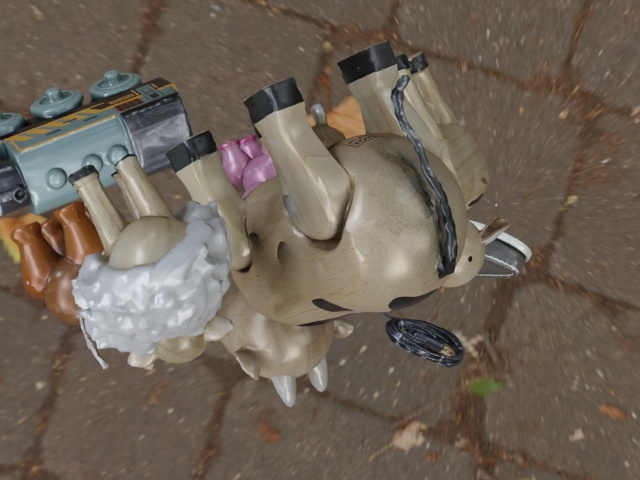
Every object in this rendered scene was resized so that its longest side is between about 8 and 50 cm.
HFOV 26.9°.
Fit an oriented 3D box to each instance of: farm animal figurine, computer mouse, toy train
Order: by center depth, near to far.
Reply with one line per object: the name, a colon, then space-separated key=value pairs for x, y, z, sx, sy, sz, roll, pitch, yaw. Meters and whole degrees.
farm animal figurine: x=0.000 y=0.000 z=0.807 sx=0.330 sy=0.327 sz=0.172 roll=-26 pitch=91 yaw=-18
computer mouse: x=0.032 y=0.062 z=1.314 sx=0.242 sy=0.071 sz=0.041 roll=32 pitch=122 yaw=2
toy train: x=-0.328 y=-0.130 z=1.822 sx=0.334 sy=0.190 sz=0.142 roll=-22 pitch=116 yaw=-19

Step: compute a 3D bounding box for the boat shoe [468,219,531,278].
boat shoe: x=0.103 y=0.014 z=1.377 sx=0.227 sy=0.081 sz=0.069 roll=11 pitch=66 yaw=26
